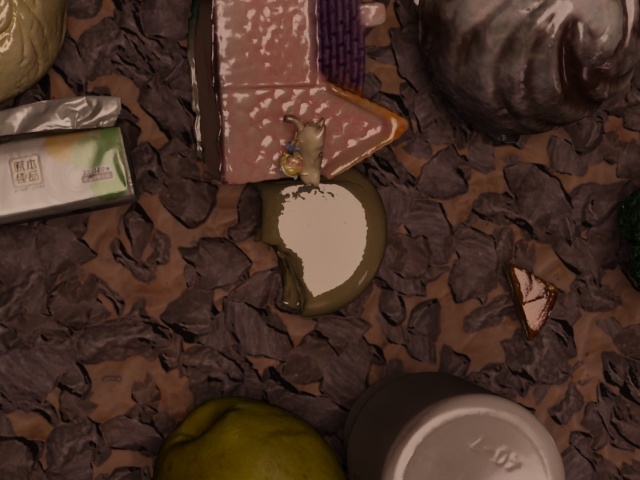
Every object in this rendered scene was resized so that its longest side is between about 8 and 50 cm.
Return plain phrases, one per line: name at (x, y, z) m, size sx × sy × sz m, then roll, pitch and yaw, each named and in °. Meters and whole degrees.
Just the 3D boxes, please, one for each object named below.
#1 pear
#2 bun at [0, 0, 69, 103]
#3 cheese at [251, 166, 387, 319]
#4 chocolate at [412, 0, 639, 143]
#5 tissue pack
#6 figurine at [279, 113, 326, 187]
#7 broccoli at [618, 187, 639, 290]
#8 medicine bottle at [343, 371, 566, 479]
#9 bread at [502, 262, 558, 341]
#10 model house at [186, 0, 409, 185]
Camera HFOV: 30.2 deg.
pear at (-0.074, 0.343, 1.453) m, size 0.253 × 0.253 × 0.307 m, roll -27°, pitch 109°, yaw -5°
bun at (-0.434, -0.285, 1.445) m, size 0.244 × 0.153 × 0.243 m, roll 0°, pitch 88°, yaw -4°
cheese at (0.000, 0.000, 1.528) m, size 0.176 × 0.091 × 0.202 m, roll -2°, pitch 91°, yaw -5°
chocolate at (0.290, -0.266, 1.461) m, size 0.303 × 0.213 × 0.303 m, roll -3°, pitch 100°, yaw -16°
tissue pack at (-0.348, -0.097, 1.452) m, size 0.230 × 0.159 × 0.145 m, roll -11°, pitch 92°, yaw -6°
figurine at (-0.021, -0.103, 1.357) m, size 0.051 × 0.047 × 0.083 m, roll 7°, pitch 108°, yaw 0°
broccoli at (0.539, 0.017, 1.520) m, size 0.308 × 0.308 × 0.275 m, roll -8°, pitch 117°, yaw -6°
medicine bottle at (0.141, 0.265, 1.421) m, size 0.208 × 0.340 × 0.208 m, roll 0°, pitch 90°, yaw -8°
bread at (0.288, 0.076, 1.584) m, size 0.062 × 0.043 × 0.108 m, roll -15°, pitch 92°, yaw -4°
model house at (-0.033, -0.199, 1.460) m, size 0.238 × 0.202 × 0.236 m, roll -5°, pitch 100°, yaw -12°
